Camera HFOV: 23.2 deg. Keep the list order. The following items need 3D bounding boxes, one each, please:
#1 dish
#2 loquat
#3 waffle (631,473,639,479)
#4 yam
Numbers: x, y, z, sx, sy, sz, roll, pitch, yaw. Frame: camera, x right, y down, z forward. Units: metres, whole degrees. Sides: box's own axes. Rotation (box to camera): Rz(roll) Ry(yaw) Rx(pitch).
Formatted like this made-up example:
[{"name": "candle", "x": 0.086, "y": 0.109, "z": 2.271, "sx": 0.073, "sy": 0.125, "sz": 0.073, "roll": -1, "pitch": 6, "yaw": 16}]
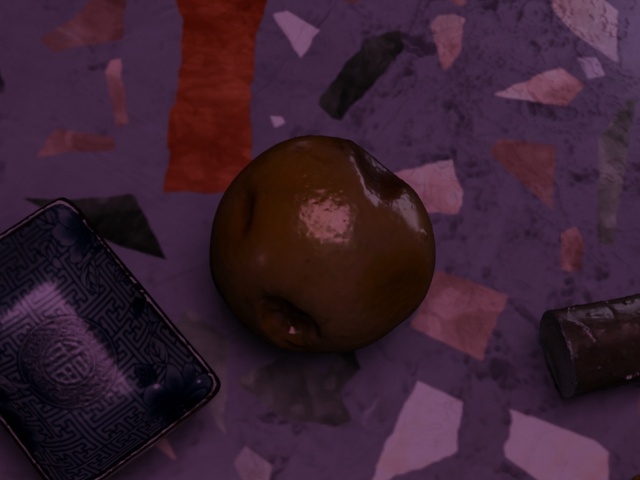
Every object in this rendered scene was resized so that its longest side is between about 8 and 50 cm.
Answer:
[{"name": "dish", "x": -0.233, "y": 0.105, "z": 1.411, "sx": 0.182, "sy": 0.080, "sz": 0.243, "roll": -35, "pitch": 77, "yaw": -23}, {"name": "loquat", "x": 0.005, "y": 0.001, "z": 1.444, "sx": 0.213, "sy": 0.213, "sz": 0.213, "roll": 4, "pitch": 63, "yaw": -9}, {"name": "waffle", "x": 0.370, "y": 0.274, "z": 1.453, "sx": 0.229, "sy": 0.057, "sz": 0.219, "roll": -7, "pitch": 65, "yaw": -13}, {"name": "yam", "x": 0.342, "y": 0.089, "z": 1.520, "sx": 0.259, "sy": 0.093, "sz": 0.093, "roll": -10, "pitch": 66, "yaw": -15}]
